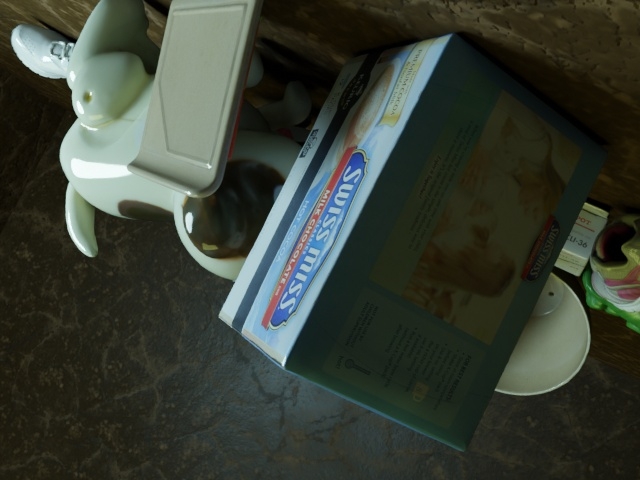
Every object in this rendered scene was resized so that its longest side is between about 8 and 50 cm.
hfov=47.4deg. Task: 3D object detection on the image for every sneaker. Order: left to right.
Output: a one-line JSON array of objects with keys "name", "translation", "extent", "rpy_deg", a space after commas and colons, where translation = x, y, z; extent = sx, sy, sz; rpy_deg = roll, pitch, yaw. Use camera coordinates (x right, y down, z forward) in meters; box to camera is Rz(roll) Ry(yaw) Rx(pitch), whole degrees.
[{"name": "sneaker", "translation": [-0.543, -0.406, 1.646], "extent": [0.297, 0.111, 0.129], "rpy_deg": [25, 162, -27]}, {"name": "sneaker", "translation": [0.395, 0.018, 0.922], "extent": [0.111, 0.103, 0.252], "rpy_deg": [28, 168, 4]}]

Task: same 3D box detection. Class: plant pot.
[{"name": "plant pot", "translation": [0.385, 0.127, 1.408], "extent": [0.284, 0.284, 0.191], "rpy_deg": [25, -149, 17]}]

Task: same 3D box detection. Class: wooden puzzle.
[{"name": "wooden puzzle", "translation": [-0.136, -0.175, 0.826], "extent": [0.044, 0.239, 0.221], "rpy_deg": [16, -177, -37]}]

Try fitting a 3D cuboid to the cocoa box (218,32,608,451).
[{"name": "cocoa box", "translation": [0.089, -0.002, 0.780], "extent": [0.231, 0.347, 0.228], "rpy_deg": [29, 175, -23]}]

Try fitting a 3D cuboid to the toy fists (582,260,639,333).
[{"name": "toy fists", "translation": [0.520, 0.101, 1.061], "extent": [0.279, 0.096, 0.142], "rpy_deg": [18, 176, 33]}]

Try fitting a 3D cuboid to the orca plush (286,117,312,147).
[{"name": "orca plush", "translation": [-0.031, -0.137, 1.230], "extent": [0.287, 0.151, 0.102], "rpy_deg": [-3, 120, 24]}]

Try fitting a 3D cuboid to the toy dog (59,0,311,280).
[{"name": "toy dog", "translation": [-0.182, -0.107, 1.026], "extent": [0.407, 0.395, 0.284], "rpy_deg": [34, 171, 30]}]

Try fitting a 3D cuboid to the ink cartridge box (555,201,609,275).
[{"name": "ink cartridge box", "translation": [0.334, -0.015, 1.036], "extent": [0.115, 0.067, 0.198], "rpy_deg": [26, 176, 19]}]

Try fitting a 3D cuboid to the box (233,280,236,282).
[{"name": "box", "translation": [0.000, 0.000, 1.565], "extent": [0.257, 0.322, 0.079], "rpy_deg": [27, 175, -13]}]
